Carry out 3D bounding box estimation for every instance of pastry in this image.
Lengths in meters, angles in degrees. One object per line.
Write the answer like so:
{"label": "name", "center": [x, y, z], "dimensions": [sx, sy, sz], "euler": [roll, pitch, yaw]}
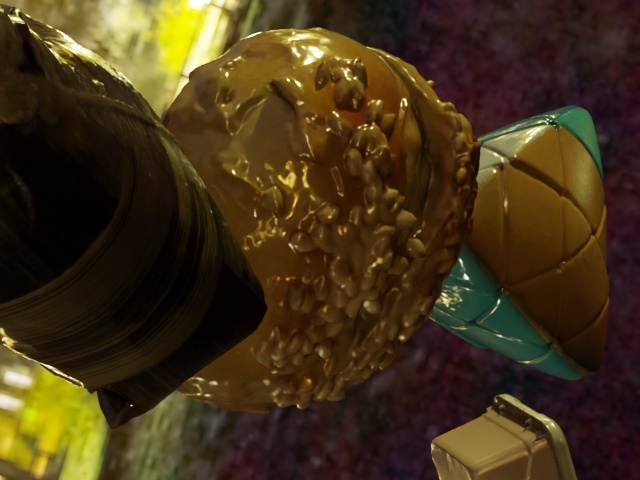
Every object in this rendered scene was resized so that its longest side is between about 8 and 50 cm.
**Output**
{"label": "pastry", "center": [0.000, 0.000, 1.072], "dimensions": [0.284, 0.184, 0.316], "euler": [-58, -24, -1]}

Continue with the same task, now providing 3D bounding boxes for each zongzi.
{"label": "zongzi", "center": [-0.168, -0.076, 0.773], "dimensions": [0.288, 0.134, 0.286], "euler": [61, -177, 29]}

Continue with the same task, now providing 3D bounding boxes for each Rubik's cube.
{"label": "Rubik's cube", "center": [0.108, 0.001, 1.302], "dimensions": [0.254, 0.254, 0.254], "euler": [-162, 90, -81]}

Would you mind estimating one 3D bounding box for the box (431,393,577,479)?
{"label": "box", "center": [0.117, 0.164, 0.928], "dimensions": [0.089, 0.062, 0.122], "euler": [-156, 48, -70]}
